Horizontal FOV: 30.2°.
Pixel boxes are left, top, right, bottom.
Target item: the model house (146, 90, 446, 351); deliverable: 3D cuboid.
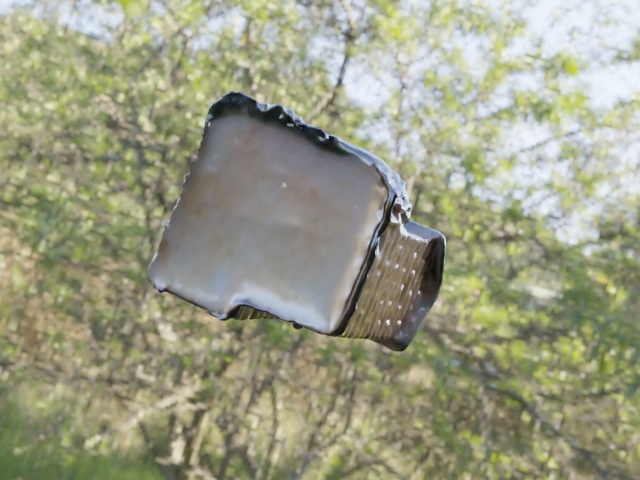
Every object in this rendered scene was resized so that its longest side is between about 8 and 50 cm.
[{"bbox_3d":[0.000,0.000,0.938,0.183,0.166,0.172,23,1,29],"label":"model house"}]
